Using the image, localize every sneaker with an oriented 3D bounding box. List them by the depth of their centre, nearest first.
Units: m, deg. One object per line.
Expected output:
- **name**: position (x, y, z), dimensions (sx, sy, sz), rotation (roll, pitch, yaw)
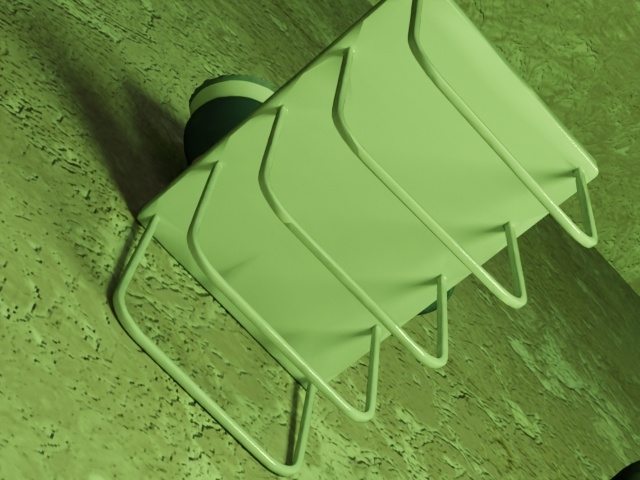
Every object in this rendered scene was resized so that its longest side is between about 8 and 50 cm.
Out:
- **sneaker**: position (0.000, 0.000, 1.265), dimensions (0.319, 0.112, 0.131), rotation (37, 38, -31)

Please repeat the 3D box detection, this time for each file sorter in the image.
- **file sorter**: position (0.026, -0.006, 1.001), dimensions (0.193, 0.278, 0.173), rotation (46, 19, -14)

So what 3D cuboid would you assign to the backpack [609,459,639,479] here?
- **backpack**: position (0.225, 0.290, 0.965), dimensions (0.253, 0.225, 0.191), rotation (45, 20, 0)
